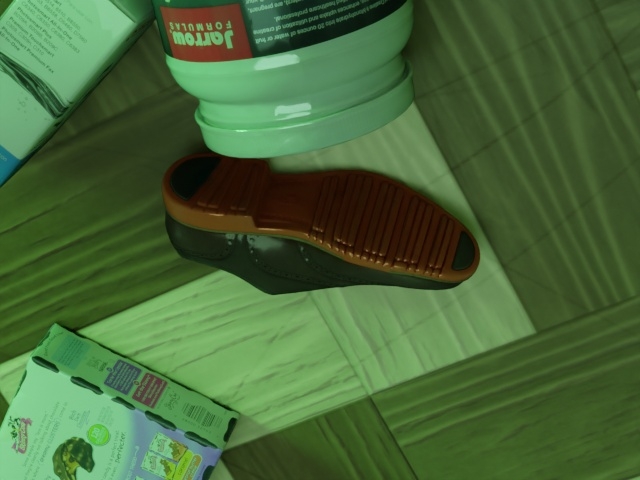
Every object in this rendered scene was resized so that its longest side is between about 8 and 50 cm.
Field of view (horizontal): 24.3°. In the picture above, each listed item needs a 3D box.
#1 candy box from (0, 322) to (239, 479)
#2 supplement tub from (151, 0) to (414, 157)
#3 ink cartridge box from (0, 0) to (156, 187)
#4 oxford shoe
[{"bbox_3d":[-0.200,0.195,1.391,0.196,0.070,0.165,27,118,-1],"label":"candy box"},{"bbox_3d":[-0.038,-0.217,1.094,0.191,0.191,0.272,-7,113,15],"label":"supplement tub"},{"bbox_3d":[-0.212,-0.152,1.186,0.086,0.148,0.203,43,116,-8],"label":"ink cartridge box"},{"bbox_3d":[0.000,0.000,1.257,0.271,0.097,0.098,15,137,10],"label":"oxford shoe"}]
